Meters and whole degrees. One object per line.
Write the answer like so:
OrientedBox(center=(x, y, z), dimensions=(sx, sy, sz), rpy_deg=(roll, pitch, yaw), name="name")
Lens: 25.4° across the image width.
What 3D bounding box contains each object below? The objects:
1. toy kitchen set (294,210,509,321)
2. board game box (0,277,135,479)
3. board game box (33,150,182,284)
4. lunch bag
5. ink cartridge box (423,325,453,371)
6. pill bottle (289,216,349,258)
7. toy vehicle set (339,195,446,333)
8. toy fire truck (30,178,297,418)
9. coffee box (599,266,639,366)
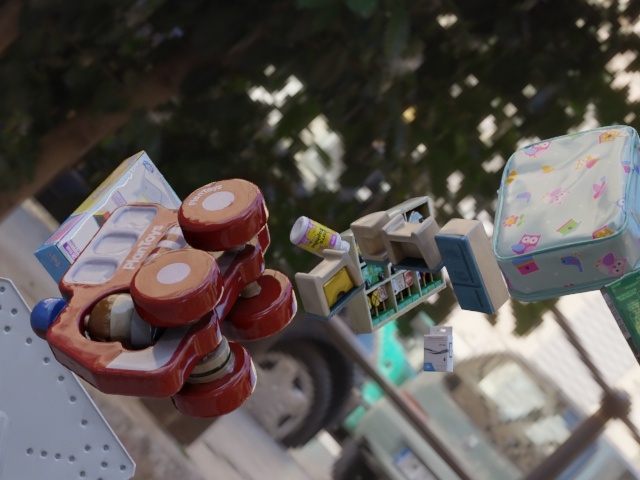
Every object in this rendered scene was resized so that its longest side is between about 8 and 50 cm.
OrientedBox(center=(0.102, 0.061, 1.826), dimensions=(0.207, 0.166, 0.122), rpy_deg=(7, -51, 47), name="toy kitchen set")
OrientedBox(center=(-0.558, 0.324, 2.292), dimensions=(0.390, 0.390, 0.050), rpy_deg=(55, -2, 6), name="board game box")
OrientedBox(center=(-0.357, 0.018, 2.631), dimensions=(0.064, 0.316, 0.242), rpy_deg=(-20, -67, 39), name="board game box")
OrientedBox(center=(0.354, -0.040, 2.006), dimensions=(0.108, 0.224, 0.279), rpy_deg=(58, 31, -29), name="lunch bag")
OrientedBox(center=(0.213, 0.196, 2.562), dimensions=(0.048, 0.083, 0.028), rpy_deg=(-2, -7, 28), name="ink cartridge box")
OrientedBox(center=(0.000, 0.000, 2.073), dimensions=(0.083, 0.043, 0.043), rpy_deg=(26, 4, -21), name="pill bottle")
OrientedBox(center=(0.121, 0.038, 2.382), dimensions=(0.267, 0.035, 0.166), rpy_deg=(-27, 108, -54), name="toy vehicle set")
OrientedBox(center=(-0.186, 0.062, 1.597), dimensions=(0.253, 0.302, 0.169), rpy_deg=(1, -52, 25), name="toy fire truck")
OrientedBox(center=(0.370, 0.104, 1.415), dimensions=(0.184, 0.113, 0.040), rpy_deg=(62, -5, 10), name="coffee box")
